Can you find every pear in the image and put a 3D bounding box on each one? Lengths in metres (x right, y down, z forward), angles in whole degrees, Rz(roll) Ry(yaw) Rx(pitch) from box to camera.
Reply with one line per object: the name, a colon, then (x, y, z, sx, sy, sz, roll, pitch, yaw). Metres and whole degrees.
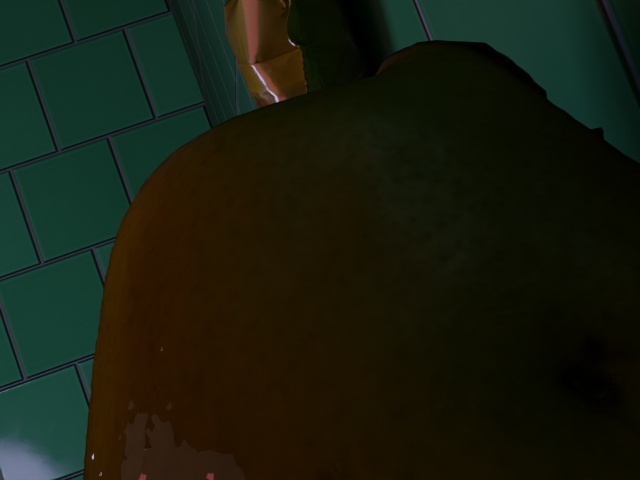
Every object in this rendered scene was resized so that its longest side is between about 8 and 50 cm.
pear: (0.027, 0.139, 0.428, 0.386, 0.191, 0.340, 60, 147, 7)

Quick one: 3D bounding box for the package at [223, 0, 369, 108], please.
package: (-0.017, -0.140, 0.912, 0.226, 0.090, 0.168, -124, 13, -77)
